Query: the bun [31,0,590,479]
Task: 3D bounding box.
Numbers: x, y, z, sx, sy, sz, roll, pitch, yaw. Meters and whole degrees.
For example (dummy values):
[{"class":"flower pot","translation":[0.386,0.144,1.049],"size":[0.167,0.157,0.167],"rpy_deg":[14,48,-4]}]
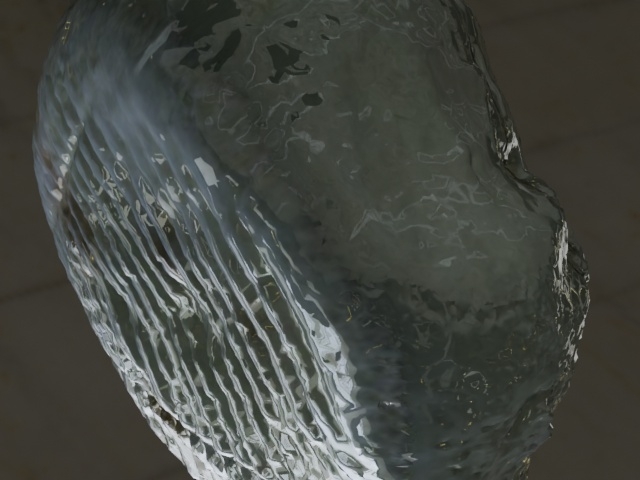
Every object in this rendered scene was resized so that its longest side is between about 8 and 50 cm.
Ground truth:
[{"class":"bun","translation":[-0.003,0.000,0.879],"size":[0.194,0.354,0.354],"rpy_deg":[-28,-124,-24]}]
